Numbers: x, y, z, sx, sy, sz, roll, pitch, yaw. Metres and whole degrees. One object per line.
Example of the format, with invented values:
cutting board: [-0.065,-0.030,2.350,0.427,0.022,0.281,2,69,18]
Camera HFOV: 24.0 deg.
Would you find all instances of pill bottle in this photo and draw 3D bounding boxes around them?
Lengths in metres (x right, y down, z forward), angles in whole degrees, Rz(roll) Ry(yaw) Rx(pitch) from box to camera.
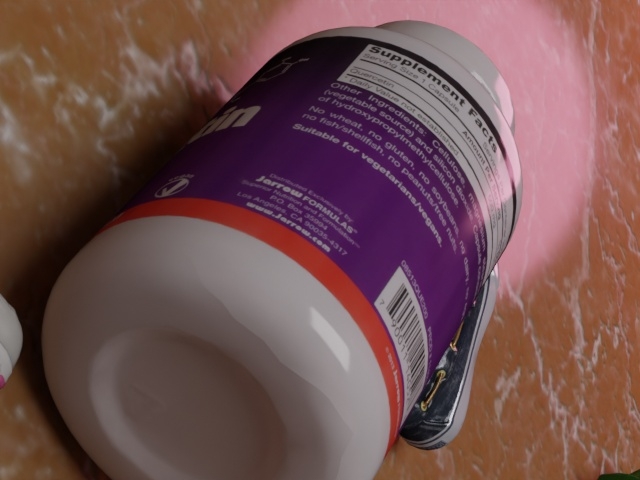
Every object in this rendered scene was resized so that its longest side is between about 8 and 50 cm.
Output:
pill bottle: [0.000,0.000,0.827,0.323,0.181,0.181,-53,126,-50]

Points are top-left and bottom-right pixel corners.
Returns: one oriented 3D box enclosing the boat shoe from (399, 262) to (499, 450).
boat shoe: [0.074,0.046,1.038,0.083,0.065,0.183,43,48,-46]

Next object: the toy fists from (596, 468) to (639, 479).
toy fists: [0.291,0.333,1.280,0.142,0.096,0.279,27,58,-53]

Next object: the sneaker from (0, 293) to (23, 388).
sneaker: [-0.196,-0.037,0.601,0.252,0.103,0.111,57,41,-34]
